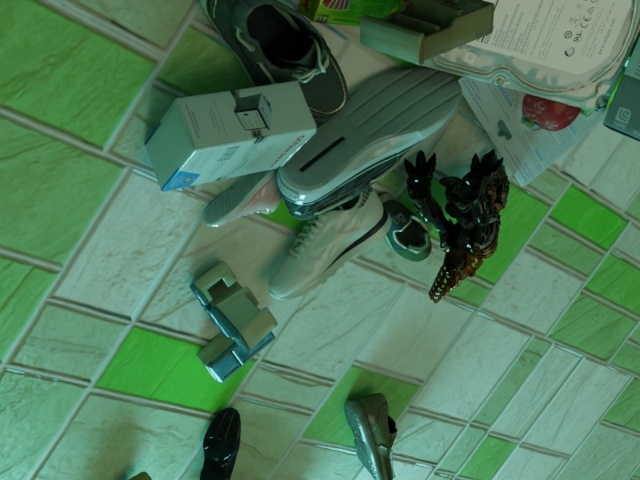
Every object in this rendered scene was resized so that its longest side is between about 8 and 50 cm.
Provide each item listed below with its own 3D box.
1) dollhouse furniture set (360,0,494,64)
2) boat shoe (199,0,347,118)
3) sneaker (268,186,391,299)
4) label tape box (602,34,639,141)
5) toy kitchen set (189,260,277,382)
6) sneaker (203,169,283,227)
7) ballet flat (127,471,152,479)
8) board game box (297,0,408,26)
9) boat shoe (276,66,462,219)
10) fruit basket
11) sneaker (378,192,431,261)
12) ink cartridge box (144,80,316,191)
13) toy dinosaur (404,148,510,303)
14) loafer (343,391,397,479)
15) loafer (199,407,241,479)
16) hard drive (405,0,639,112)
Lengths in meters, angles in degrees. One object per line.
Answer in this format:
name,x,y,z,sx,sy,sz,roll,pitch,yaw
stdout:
dollhouse furniture set,0.146,-0.378,1.499,0.161,0.212,0.242,-28,129,-36
boat shoe,-0.044,-0.250,1.563,0.116,0.099,0.319,-48,140,-1
sneaker,0.000,0.000,1.824,0.235,0.090,0.094,-41,122,-8
label tape box,0.587,-0.312,1.780,0.241,0.106,0.333,-6,120,-57
toy kitchen set,-0.129,0.158,1.762,0.122,0.166,0.207,-39,138,-9
sneaker,-0.108,-0.052,1.702,0.134,0.051,0.070,-42,134,-12
ballet flat,-0.358,0.481,1.899,0.073,0.080,0.232,20,106,-31
board game box,0.063,-0.352,1.615,0.181,0.043,0.092,-2,123,-38
boat shoe,0.069,-0.151,1.743,0.335,0.121,0.119,-32,159,-18
fruit basket,0.414,-0.290,1.901,0.353,0.165,0.327,-36,139,8
sneaker,0.154,-0.002,1.932,0.064,0.086,0.192,-45,139,-2
ink cartridge box,-0.123,-0.142,1.552,0.191,0.082,0.140,-15,166,-33
toy dinosaur,0.248,-0.034,1.881,0.164,0.321,0.218,-14,131,15
loafer,0.116,0.386,2.201,0.087,0.094,0.251,-28,136,-14
loafer,-0.171,0.362,1.983,0.061,0.062,0.170,-47,156,-70
hard drive,0.312,-0.341,1.702,0.339,0.064,0.236,14,115,-13
